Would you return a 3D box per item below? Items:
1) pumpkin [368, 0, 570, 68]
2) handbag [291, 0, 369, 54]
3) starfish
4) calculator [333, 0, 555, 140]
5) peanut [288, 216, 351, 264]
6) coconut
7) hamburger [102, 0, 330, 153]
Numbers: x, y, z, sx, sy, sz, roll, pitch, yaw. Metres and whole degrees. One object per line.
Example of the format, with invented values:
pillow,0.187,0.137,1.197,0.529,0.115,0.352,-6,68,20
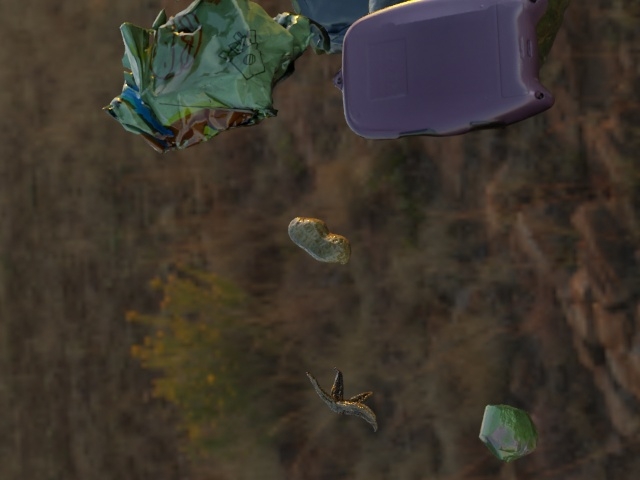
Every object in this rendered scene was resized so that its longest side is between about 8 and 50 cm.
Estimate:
pumpkin,0.230,-0.375,2.076,0.328,0.291,0.257,-58,5,6
handbag,0.093,-0.447,2.370,0.241,0.222,0.263,7,138,35
starfish,0.026,0.239,2.155,0.041,0.130,0.133,-60,19,13
calculator,0.151,-0.228,1.819,0.043,0.294,0.194,24,-118,-65
peanut,0.000,0.000,2.111,0.113,0.054,0.054,32,132,25
coconut,0.267,0.273,1.992,0.083,0.082,0.081,47,-130,-64
hamburger,-0.147,-0.251,1.860,0.276,0.260,0.150,-59,-43,-40
